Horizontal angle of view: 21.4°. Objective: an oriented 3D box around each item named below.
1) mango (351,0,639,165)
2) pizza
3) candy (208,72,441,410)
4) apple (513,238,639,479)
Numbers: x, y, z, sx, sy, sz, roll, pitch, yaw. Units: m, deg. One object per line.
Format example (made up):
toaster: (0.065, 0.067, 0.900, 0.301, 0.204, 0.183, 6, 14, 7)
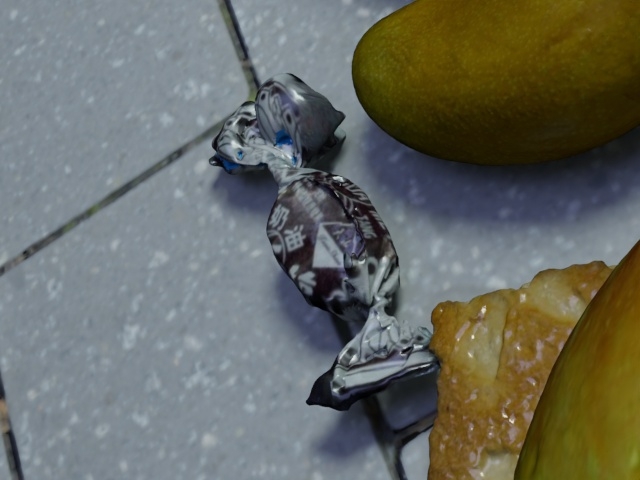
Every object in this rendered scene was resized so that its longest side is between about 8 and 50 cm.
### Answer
mango: (0.114, -0.107, 0.857, 0.227, 0.099, 0.136, -21, 61, 33)
pizza: (0.108, 0.079, 0.792, 0.182, 0.062, 0.161, -52, 57, 7)
candy: (0.000, 0.000, 0.909, 0.094, 0.051, 0.226, -46, 48, 19)
apple: (0.237, 0.125, 0.481, 0.384, 0.374, 0.374, -33, 51, 35)
